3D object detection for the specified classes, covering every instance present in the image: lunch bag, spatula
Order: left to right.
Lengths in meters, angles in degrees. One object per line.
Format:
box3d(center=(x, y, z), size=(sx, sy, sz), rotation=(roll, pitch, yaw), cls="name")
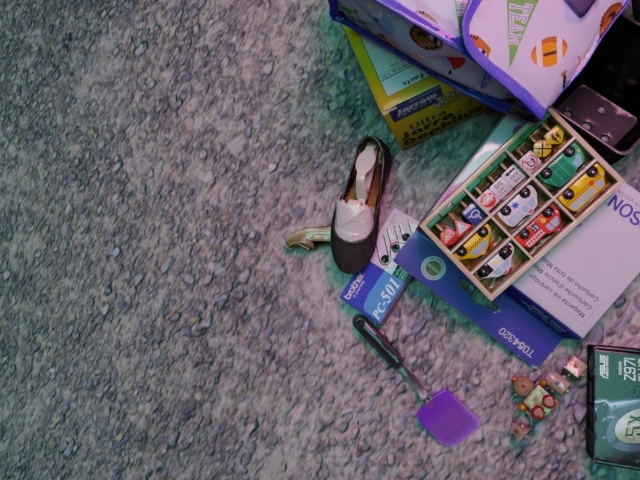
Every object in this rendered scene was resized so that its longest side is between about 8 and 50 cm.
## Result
box3d(center=(0.163, 0.252, 0.928), size=(0.084, 0.030, 0.296), rotation=(-47, 70, 9), cls="spatula")
box3d(center=(0.237, -0.397, 0.692), size=(0.385, 0.239, 0.328), rotation=(35, 100, 7), cls="lunch bag")

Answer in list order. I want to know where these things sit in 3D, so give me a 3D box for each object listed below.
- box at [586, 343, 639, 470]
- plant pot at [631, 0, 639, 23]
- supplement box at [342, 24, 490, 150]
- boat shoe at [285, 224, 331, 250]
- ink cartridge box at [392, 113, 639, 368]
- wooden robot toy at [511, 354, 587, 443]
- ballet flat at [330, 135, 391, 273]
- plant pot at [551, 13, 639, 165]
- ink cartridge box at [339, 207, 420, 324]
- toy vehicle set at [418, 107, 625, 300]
box3d(center=(0.504, 0.261, 0.780), size=(0.147, 0.077, 0.180), rotation=(3, 82, 20), cls="box")
box3d(center=(0.620, -0.388, 0.769), size=(0.292, 0.196, 0.293), rotation=(-1, 74, 5), cls="plant pot")
box3d(center=(0.161, -0.393, 0.951), size=(0.194, 0.195, 0.357), rotation=(-24, 73, 15), cls="supplement box")
box3d(center=(0.001, 0.000, 1.017), size=(0.152, 0.056, 0.048), rotation=(-10, 73, 10), cls="boat shoe")
box3d(center=(0.346, 0.003, 0.832), size=(0.324, 0.071, 0.330), rotation=(37, 97, 4), cls="ink cartridge box")
box3d(center=(0.362, 0.253, 0.839), size=(0.079, 0.076, 0.173), rotation=(42, 96, 32), cls="wooden robot toy")
box3d(center=(0.071, -0.078, 0.953), size=(0.095, 0.096, 0.281), rotation=(7, 71, 17), cls="ballet flat")
box3d(center=(0.460, -0.228, 0.825), size=(0.187, 0.167, 0.188), rotation=(-46, 70, 0), cls="plant pot")
box3d(center=(0.133, 0.051, 0.965), size=(0.097, 0.046, 0.207), rotation=(32, 93, 22), cls="ink cartridge box")
box3d(center=(0.308, -0.057, 0.781), size=(0.166, 0.035, 0.267), rotation=(46, 100, 4), cls="toy vehicle set")
